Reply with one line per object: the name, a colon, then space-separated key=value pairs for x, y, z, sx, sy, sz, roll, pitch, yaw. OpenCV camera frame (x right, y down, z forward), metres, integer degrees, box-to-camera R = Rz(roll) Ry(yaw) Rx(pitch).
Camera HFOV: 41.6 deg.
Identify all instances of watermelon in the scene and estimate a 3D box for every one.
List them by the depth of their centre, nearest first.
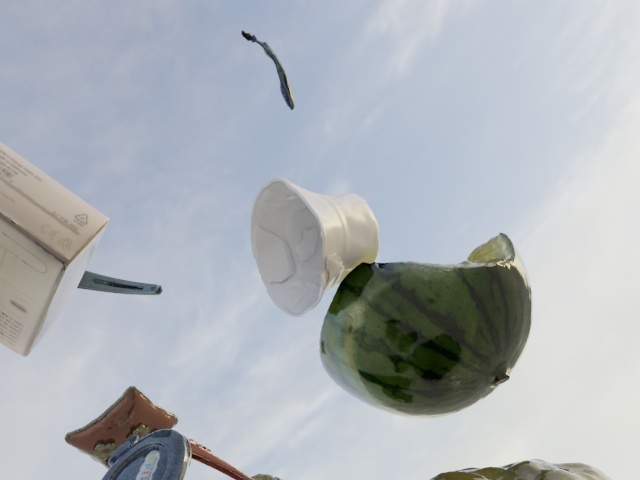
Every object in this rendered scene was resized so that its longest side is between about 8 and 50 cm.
watermelon: x=0.169 y=0.147 z=1.178 sx=0.331 sy=0.189 sz=0.331 roll=-16 pitch=-46 yaw=-17

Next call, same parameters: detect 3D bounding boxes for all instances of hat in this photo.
hat: x=0.000 y=0.000 z=1.145 sx=0.126 sy=0.203 sz=0.203 roll=-14 pitch=-43 yaw=-32

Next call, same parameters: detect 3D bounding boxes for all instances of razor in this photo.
razor: x=-0.076 y=-0.282 z=1.374 sx=0.028 sy=0.154 sz=0.044 roll=-34 pitch=-11 yaw=19

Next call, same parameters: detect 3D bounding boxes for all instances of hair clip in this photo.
hair clip: x=-0.402 y=0.081 z=1.627 sx=0.070 sy=0.229 sz=0.039 roll=57 pitch=-138 yaw=-65

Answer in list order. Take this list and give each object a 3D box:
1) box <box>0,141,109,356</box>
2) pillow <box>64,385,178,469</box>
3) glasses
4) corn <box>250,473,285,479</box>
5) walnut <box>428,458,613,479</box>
box: x=-0.411 y=0.010 z=1.083 sx=0.251 sy=0.203 sz=0.106 roll=-52 pitch=5 yaw=43
pillow: x=-0.395 y=0.389 z=1.703 sx=0.179 sy=0.075 sz=0.171 roll=-40 pitch=-48 yaw=0
glasses: x=-0.090 y=0.307 z=0.687 sx=0.118 sy=0.234 sz=0.268 roll=-18 pitch=-46 yaw=42
corn: x=-0.001 y=0.384 z=1.088 sx=0.097 sy=0.262 sz=0.097 roll=-26 pitch=-55 yaw=-43
walnut: x=0.207 y=0.371 z=0.874 sx=0.282 sy=0.277 sz=0.253 roll=-39 pitch=-57 yaw=-53
